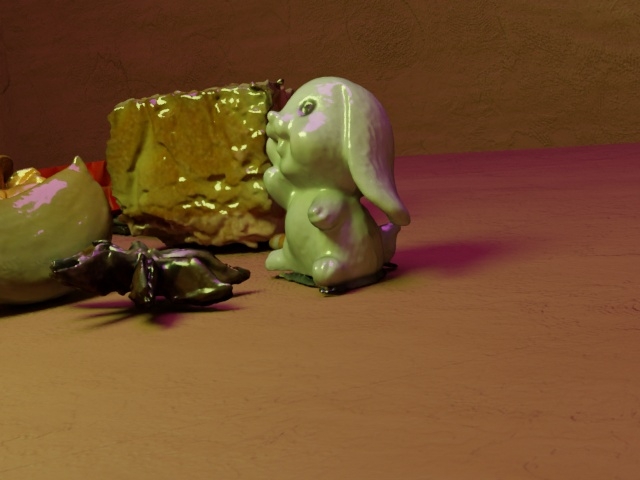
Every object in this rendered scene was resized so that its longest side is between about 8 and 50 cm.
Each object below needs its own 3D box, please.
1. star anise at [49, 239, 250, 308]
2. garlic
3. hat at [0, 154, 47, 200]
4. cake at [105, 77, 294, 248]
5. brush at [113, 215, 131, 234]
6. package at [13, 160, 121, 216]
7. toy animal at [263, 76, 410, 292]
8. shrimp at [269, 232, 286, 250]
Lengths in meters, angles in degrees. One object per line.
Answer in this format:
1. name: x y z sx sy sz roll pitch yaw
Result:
1. star anise: -0.235 0.045 1.274 0.288 0.088 0.288 8 2 0
2. garlic: -0.449 0.004 1.379 0.338 0.196 0.151 -18 -1 -42
3. hat: -0.465 0.003 1.626 0.233 0.244 0.233 23 42 -1
4. cake: -0.179 -0.132 1.751 0.314 0.293 0.307 1 5 15
5. brush: -0.376 -0.028 2.003 0.043 0.036 0.248 -14 12 -39
6. package: -0.551 -0.086 2.086 0.196 0.123 0.423 -17 -1 42
7. toy animal: 0.027 -0.067 1.326 0.174 0.289 0.249 -9 30 -27
8. shrimp: 0.000 0.000 1.580 0.161 0.049 0.166 -6 1 8
